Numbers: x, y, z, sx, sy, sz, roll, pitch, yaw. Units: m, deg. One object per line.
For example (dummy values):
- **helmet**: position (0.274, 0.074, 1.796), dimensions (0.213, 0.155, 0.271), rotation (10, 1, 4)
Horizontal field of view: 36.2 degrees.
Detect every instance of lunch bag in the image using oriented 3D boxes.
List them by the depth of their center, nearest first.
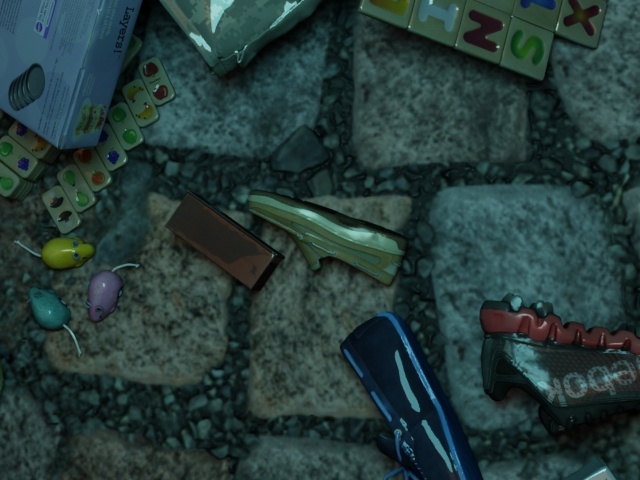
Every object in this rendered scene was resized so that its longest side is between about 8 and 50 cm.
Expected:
- **lunch bag**: position (-0.097, -0.348, 1.108), dimensions (0.235, 0.169, 0.287), rotation (-37, 75, 3)

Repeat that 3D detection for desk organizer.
- **desk organizer**: position (-0.110, 0.001, 1.128), dimensions (0.130, 0.047, 0.050), rotation (36, 92, 11)

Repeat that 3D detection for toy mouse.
- **toy mouse**: position (-0.292, 0.065, 1.154), dimensions (0.161, 0.031, 0.143), rotation (-3, 83, 8)

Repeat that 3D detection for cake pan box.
- **cake pan box**: position (-0.310, -0.270, 1.074), dimensions (0.245, 0.070, 0.267), rotation (30, 111, 24)

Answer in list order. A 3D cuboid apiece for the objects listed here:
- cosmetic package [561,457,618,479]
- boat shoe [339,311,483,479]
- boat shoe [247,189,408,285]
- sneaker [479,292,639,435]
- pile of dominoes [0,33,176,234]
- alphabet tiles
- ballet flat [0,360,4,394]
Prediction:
- **cosmetic package**: position (0.230, 0.338, 1.017), dimensions (0.231, 0.085, 0.117), rotation (-35, 80, 4)
- **boat shoe**: position (0.102, 0.206, 1.056), dimensions (0.089, 0.109, 0.258), rotation (-29, 63, 11)
- **boat shoe**: position (0.000, 0.000, 1.105), dimensions (0.190, 0.068, 0.072), rotation (20, 98, 10)
- **sneaker**: position (0.294, 0.146, 1.024), dimensions (0.276, 0.097, 0.135), rotation (12, 85, 12)
- **pile of dominoes**: position (-0.306, -0.157, 1.180), dimensions (0.196, 0.040, 0.251), rotation (38, 90, 11)
- **alphabet tiles**: position (0.177, -0.344, 1.064), dimensions (0.342, 0.011, 0.285), rotation (17, 84, -18)
- **ballet flat**: position (-0.448, 0.037, 1.140), dimensions (0.123, 0.123, 0.349), rotation (-14, 81, 7)
